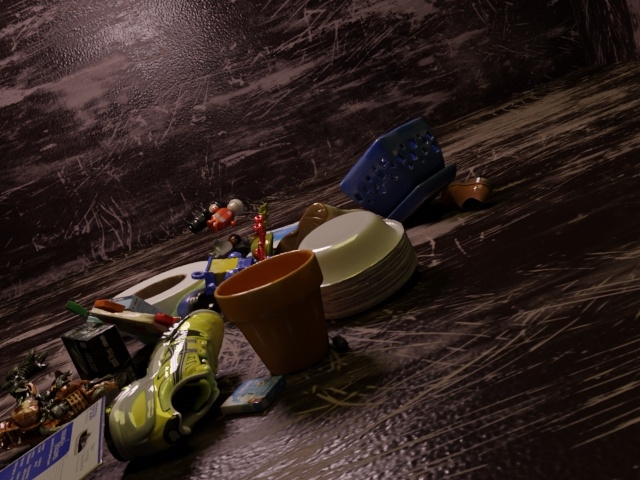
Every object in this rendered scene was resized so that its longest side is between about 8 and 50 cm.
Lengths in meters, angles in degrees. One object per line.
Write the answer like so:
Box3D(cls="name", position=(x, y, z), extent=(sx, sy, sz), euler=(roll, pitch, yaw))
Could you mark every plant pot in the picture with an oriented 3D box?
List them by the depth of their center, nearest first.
Box3D(cls="plant pot", position=(-0.073, 0.144, 1.350), extent=(0.205, 0.188, 0.205), euler=(-21, 12, 5))
Box3D(cls="plant pot", position=(0.238, -0.185, 2.052), extent=(0.236, 0.212, 0.236), euler=(-34, -10, -43))

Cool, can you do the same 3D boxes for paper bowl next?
Box3D(cls="paper bowl", position=(0.063, 0.039, 1.581), extent=(0.284, 0.148, 0.284), euler=(-23, 19, 8))

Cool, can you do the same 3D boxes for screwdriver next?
Box3D(cls="screwdriver", position=(0.027, 0.191, 1.392), extent=(0.025, 0.024, 0.170), euler=(7, 2, -10))

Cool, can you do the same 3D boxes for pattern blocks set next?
Box3D(cls="pattern blocks set", position=(-0.428, 0.194, 1.651), extent=(0.324, 0.026, 0.285), euler=(11, -23, 9))

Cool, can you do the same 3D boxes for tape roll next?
Box3D(cls="tape roll", position=(-0.493, 0.176, 2.159), extent=(0.392, 0.072, 0.392), euler=(-20, 13, 5))

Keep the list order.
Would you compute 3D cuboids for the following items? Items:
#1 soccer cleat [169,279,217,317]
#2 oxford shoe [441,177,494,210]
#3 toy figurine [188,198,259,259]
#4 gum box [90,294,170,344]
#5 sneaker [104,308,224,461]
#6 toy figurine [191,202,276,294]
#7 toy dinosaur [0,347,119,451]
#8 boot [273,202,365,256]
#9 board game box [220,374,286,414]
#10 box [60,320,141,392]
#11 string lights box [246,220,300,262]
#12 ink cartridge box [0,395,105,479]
Box3D(cls="soccer cleat", position=(-0.319, 0.151, 1.941), extent=(0.121, 0.093, 0.289), euler=(-23, 11, 24))
Box3D(cls="oxford shoe", position=(0.395, -0.117, 1.961), extent=(0.212, 0.076, 0.076), euler=(-17, 49, 68))
Box3D(cls="toy figurine", position=(-0.319, -0.031, 2.415), extent=(0.148, 0.209, 0.213), euler=(-43, 22, -31))
Box3D(cls="gum box", position=(-0.452, 0.202, 1.765), extent=(0.157, 0.184, 0.041), euler=(-11, 52, 37))
Box3D(cls="sneaker", position=(-0.243, 0.262, 1.310), extent=(0.147, 0.145, 0.385), euler=(-9, 27, 19))
Box3D(cls="toy figurine", position=(-0.235, 0.046, 1.853), extent=(0.217, 0.191, 0.362), euler=(-11, 23, 2))
Box3D(cls="toy dinosaur", position=(-0.589, 0.347, 1.468), extent=(0.322, 0.164, 0.218), euler=(-4, 22, -23))
Box3D(cls="boot", position=(0.000, 0.000, 2.015), extent=(0.203, 0.095, 0.262), euler=(1, -45, -47))
Box3D(cls="board game box", position=(-0.119, 0.276, 1.261), extent=(0.090, 0.020, 0.090), euler=(-15, 14, 31))
Box3D(cls="box", position=(-0.507, 0.270, 1.622), extent=(0.077, 0.147, 0.180), euler=(-30, 16, -35))
Box3D(cls="string lights box", position=(-0.128, 0.023, 2.188), extent=(0.133, 0.077, 0.260), euler=(-18, 13, 14))
Box3D(cls="ink cartridge box", position=(-0.442, 0.396, 1.070), extent=(0.307, 0.072, 0.303), euler=(-34, 14, -10))
